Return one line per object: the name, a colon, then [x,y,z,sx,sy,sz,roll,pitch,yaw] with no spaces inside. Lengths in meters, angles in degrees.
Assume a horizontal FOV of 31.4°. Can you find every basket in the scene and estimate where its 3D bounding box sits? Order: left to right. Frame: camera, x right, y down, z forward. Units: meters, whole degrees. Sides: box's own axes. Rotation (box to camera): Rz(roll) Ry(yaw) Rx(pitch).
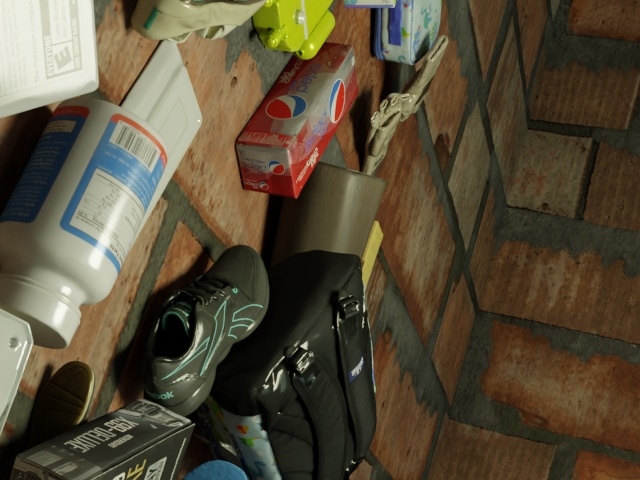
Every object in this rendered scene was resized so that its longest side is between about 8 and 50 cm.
basket: [0.000,0.000,1.744,0.204,0.154,0.226,6,98,-79]

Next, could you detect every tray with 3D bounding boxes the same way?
tray: [-0.200,-0.096,1.298,0.145,0.030,0.270,75,31,-49]

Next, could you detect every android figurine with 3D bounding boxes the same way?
android figurine: [-0.029,-0.374,1.597,0.273,0.056,0.248,-62,155,-45]

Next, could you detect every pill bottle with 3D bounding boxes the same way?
pill bottle: [-0.239,-0.015,1.087,0.124,0.124,0.221,68,39,-58]

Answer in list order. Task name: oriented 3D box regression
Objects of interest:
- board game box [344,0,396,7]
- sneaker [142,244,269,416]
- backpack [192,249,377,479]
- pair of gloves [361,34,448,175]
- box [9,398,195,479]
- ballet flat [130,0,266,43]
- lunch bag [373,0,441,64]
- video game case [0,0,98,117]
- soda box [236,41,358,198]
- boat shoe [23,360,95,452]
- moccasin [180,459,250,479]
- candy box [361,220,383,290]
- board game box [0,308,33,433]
board game box: [0.076,-0.550,1.676,0.233,0.078,0.347,-77,165,-52]
sneaker: [-0.142,0.095,1.427,0.106,0.101,0.267,76,31,-45]
backpack: [-0.041,0.227,1.616,0.290,0.273,0.355,-52,132,-35]
pair of gloves: [0.145,-0.247,2.064,0.240,0.042,0.204,-54,172,-22]
box: [-0.261,0.340,1.203,0.242,0.076,0.307,-14,125,-69]
ballet flat: [-0.141,-0.269,1.323,0.248,0.086,0.086,-29,127,-64]
lunch bag: [0.155,-0.433,2.027,0.176,0.090,0.219,-54,150,-52]
video game case: [-0.294,-0.232,0.813,0.300,0.036,0.329,-26,127,-43]
soda box: [-0.029,-0.180,1.652,0.092,0.083,0.263,81,28,-42]
boat shoe: [-0.277,0.201,1.211,0.152,0.056,0.049,-67,164,-6]
moccasin: [-0.195,0.448,1.496,0.342,0.138,0.117,-60,161,-12]
candy box: [0.024,0.050,1.888,0.053,0.109,0.186,65,40,-59]
board game box: [-0.394,0.178,0.768,0.390,0.050,0.390,42,60,-56]
